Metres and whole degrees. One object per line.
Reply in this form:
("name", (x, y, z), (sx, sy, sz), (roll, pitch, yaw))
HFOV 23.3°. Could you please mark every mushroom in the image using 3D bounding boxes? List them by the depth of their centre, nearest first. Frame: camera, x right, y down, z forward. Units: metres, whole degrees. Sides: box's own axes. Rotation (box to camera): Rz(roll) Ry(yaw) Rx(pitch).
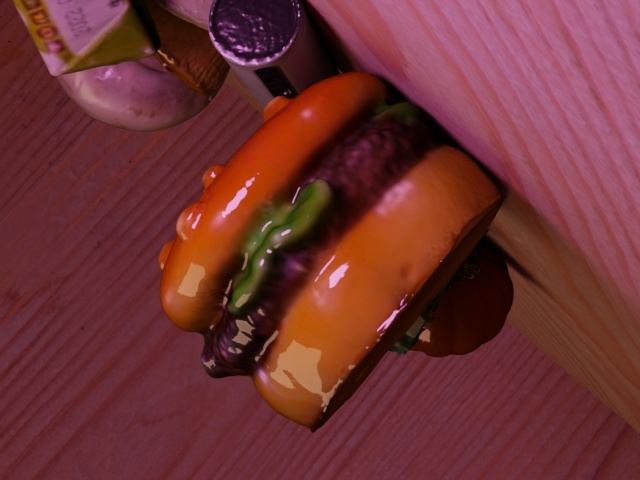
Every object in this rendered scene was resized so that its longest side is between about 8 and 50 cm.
("mushroom", (-0.244, -0.316, 2.245), (0.297, 0.297, 0.290), (42, 143, -15))

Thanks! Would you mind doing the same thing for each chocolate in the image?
("chocolate", (-0.322, -0.366, 1.728), (0.301, 0.137, 0.289), (58, 172, 30))

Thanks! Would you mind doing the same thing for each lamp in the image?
("lamp", (0.186, 0.079, 2.387), (0.223, 0.223, 0.196), (41, 147, 33))

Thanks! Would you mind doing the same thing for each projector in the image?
("projector", (-0.044, -0.212, 1.824), (0.108, 0.108, 0.337), (42, 179, 13))

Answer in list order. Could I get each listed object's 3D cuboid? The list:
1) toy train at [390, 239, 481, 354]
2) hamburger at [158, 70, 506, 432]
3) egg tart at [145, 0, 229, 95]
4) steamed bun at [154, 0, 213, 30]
("toy train", (0.097, 0.021, 2.235), (0.188, 0.271, 0.159), (15, 155, 49))
("hamburger", (0.000, 0.000, 1.761), (0.277, 0.396, 0.396), (40, 179, 7))
("egg tart", (-0.174, -0.297, 1.969), (0.202, 0.147, 0.202), (40, 180, 0))
("steamed bun", (-0.138, -0.300, 1.825), (0.130, 0.091, 0.112), (22, 180, -36))
